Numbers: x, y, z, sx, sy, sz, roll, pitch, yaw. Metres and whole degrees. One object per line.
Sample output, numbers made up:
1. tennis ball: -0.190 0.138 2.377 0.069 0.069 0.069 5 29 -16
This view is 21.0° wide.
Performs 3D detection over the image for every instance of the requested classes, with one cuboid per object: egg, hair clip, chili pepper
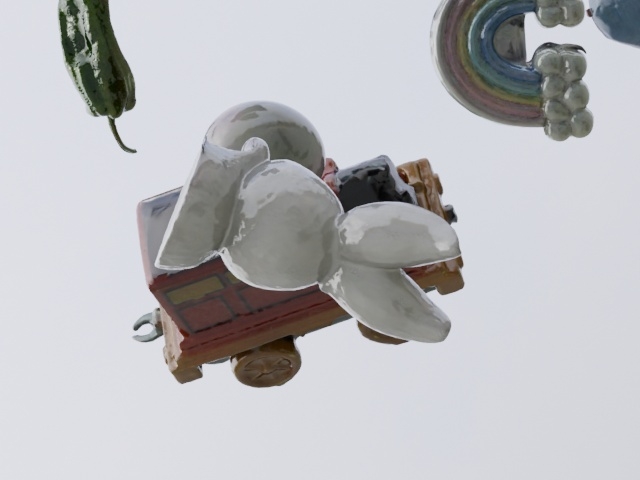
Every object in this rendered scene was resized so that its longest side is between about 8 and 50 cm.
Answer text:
1. egg: -0.052 -0.080 1.615 0.135 0.103 0.103 3 -58 -53
2. hair clip: 0.165 -0.193 1.519 0.054 0.140 0.220 -92 -3 -80
3. chili pepper: -0.243 -0.189 1.927 0.073 0.072 0.204 -22 -79 -39

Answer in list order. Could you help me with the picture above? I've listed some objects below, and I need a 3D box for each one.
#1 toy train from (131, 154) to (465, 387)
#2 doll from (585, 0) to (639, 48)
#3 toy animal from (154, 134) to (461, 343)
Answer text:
1. toy train: -0.041 0.022 1.778 0.369 0.163 0.231 -19 -34 10
2. doll: 0.148 -0.100 0.689 0.050 0.083 0.076 -34 -76 -40
3. toy animal: -0.002 -0.002 1.286 0.131 0.221 0.103 -87 15 -75
